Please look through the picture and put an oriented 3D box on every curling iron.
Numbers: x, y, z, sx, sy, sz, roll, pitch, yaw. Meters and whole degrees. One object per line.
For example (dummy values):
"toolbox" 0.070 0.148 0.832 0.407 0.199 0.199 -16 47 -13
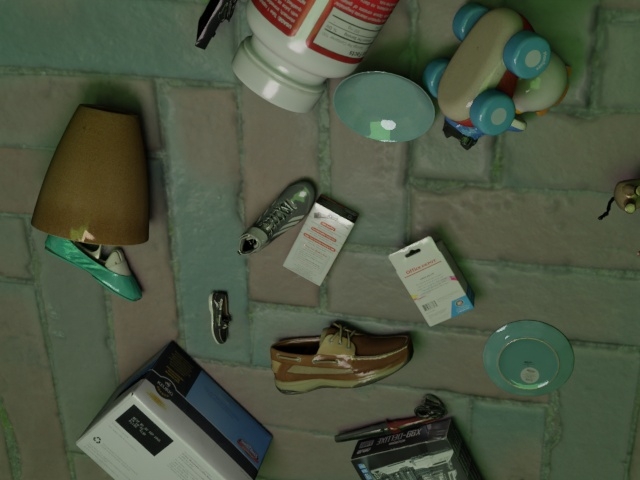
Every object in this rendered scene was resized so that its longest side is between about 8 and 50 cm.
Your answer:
"curling iron" 0.156 0.409 1.915 0.274 0.035 0.068 -22 110 20

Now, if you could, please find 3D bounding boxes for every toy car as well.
"toy car" 0.346 -0.275 1.498 0.238 0.219 0.210 19 109 -30

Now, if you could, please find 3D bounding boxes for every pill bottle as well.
"pill bottle" 0.014 -0.434 1.463 0.229 0.229 0.408 33 117 -3

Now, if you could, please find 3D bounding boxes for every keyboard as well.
"keyboard" -0.138 -0.475 1.502 0.033 0.202 0.317 24 120 -20

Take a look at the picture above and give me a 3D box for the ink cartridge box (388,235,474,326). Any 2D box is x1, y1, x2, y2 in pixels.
"ink cartridge box" 0.227 0.073 1.733 0.104 0.061 0.181 -26 106 22

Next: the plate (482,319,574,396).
"plate" 0.437 0.255 1.787 0.188 0.024 0.188 5 114 10

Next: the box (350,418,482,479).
"box" 0.245 0.573 1.936 0.242 0.076 0.308 -19 107 25

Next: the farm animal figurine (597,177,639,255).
"farm animal figurine" 0.720 -0.061 1.512 0.330 0.172 0.327 42 104 1

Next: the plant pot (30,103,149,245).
"plant pot" -0.446 -0.141 1.724 0.237 0.237 0.254 14 101 7

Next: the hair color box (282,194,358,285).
"hair color box" 0.000 0.000 1.759 0.093 0.053 0.167 29 118 1

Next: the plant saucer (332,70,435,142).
"plant saucer" 0.121 -0.260 1.591 0.194 0.037 0.195 12 149 7

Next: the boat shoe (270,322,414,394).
"boat shoe" 0.034 0.245 1.825 0.323 0.122 0.120 -14 107 18

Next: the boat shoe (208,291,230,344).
"boat shoe" -0.220 0.174 1.894 0.038 0.046 0.125 0 105 18

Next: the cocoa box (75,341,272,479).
"cocoa box" -0.326 0.456 1.941 0.347 0.228 0.231 45 116 -9

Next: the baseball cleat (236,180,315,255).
"baseball cleat" -0.091 -0.035 1.732 0.072 0.109 0.206 43 114 -2

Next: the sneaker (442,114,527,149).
"sneaker" 0.304 -0.207 1.590 0.152 0.058 0.085 17 111 10

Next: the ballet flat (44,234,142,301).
"ballet flat" -0.491 0.042 1.880 0.247 0.083 0.087 32 103 -4
